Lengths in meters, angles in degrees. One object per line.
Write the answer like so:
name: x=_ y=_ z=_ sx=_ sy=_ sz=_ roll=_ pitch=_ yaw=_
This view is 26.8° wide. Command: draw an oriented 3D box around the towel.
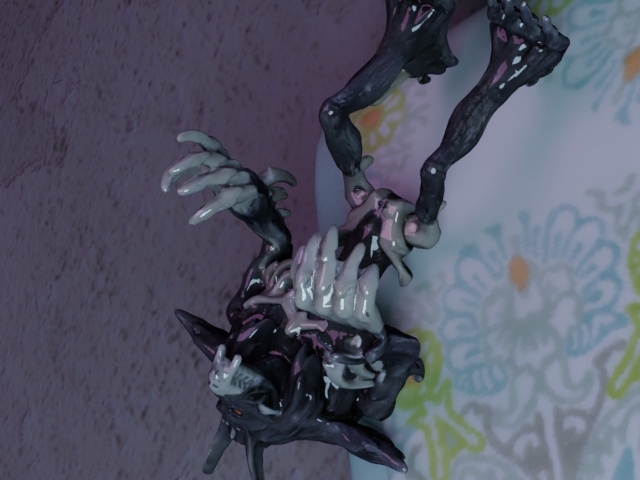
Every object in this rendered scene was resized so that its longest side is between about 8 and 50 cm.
towel: x=0.147 y=0.019 z=0.656 sx=0.320 sy=0.090 sz=0.374 roll=-29 pitch=54 yaw=32

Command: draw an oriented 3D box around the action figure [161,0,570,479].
action figure: x=0.000 y=0.000 z=0.645 sx=0.164 sy=0.141 sz=0.276 roll=30 pitch=92 yaw=37
